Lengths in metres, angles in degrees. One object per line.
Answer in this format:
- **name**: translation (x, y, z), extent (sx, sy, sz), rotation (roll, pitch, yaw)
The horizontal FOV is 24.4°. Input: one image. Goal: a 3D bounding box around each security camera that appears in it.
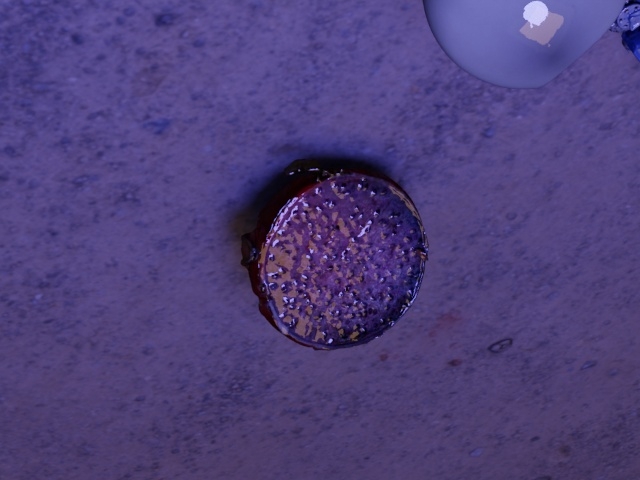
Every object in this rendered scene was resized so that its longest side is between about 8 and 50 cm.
- **security camera**: translation (0.176, -0.253, 1.362), extent (0.195, 0.236, 0.194), rotation (-9, 140, -8)

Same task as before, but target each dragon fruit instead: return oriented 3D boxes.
- **dragon fruit**: translation (0.001, 0.004, 1.734), extent (0.224, 0.148, 0.218), rotation (22, 100, -27)

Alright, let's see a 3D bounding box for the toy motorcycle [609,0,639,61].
- **toy motorcycle**: translation (0.384, -0.230, 1.603), extent (0.114, 0.076, 0.205), rotation (-37, 139, 16)
